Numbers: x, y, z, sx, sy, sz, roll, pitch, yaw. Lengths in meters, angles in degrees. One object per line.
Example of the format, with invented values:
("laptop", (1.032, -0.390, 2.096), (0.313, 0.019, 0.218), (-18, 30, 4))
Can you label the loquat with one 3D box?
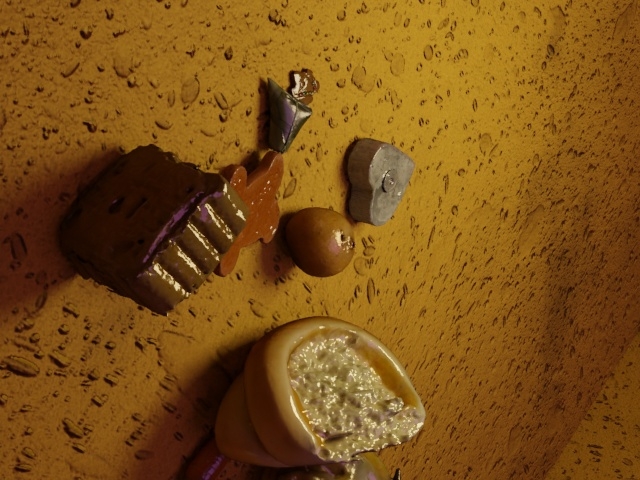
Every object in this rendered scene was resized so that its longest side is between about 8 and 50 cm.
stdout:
("loquat", (0.000, 0.000, 1.824), (0.141, 0.141, 0.141), (-26, 125, -44))

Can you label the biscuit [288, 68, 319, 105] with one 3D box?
("biscuit", (-0.035, -0.272, 1.754), (0.082, 0.016, 0.092), (22, 87, -54))

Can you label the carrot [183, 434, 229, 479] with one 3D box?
("carrot", (-0.173, 0.385, 1.845), (0.066, 0.062, 0.271), (52, 55, -12))

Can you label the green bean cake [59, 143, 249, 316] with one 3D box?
("green bean cake", (-0.251, -0.022, 1.416), (0.229, 0.224, 0.131), (-52, 140, -19))

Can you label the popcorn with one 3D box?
("popcorn", (0.004, 0.568, 2.000), (0.316, 0.281, 0.297), (14, 61, -58))

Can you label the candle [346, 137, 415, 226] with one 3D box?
("candle", (0.126, -0.132, 1.982), (0.168, 0.068, 0.192), (-37, 136, -39))

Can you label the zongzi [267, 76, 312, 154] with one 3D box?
("zongzi", (-0.082, -0.220, 1.696), (0.113, 0.052, 0.104), (34, 84, -39))

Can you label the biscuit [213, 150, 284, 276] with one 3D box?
("biscuit", (-0.155, -0.042, 1.627), (0.324, 0.049, 0.205), (-44, 147, -55))

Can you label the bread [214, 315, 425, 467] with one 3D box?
("bread", (0.012, 0.326, 1.828), (0.424, 0.329, 0.245), (-2, 130, -52))
